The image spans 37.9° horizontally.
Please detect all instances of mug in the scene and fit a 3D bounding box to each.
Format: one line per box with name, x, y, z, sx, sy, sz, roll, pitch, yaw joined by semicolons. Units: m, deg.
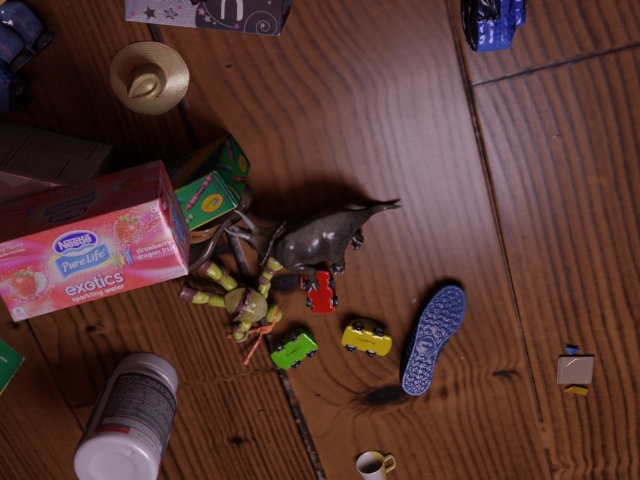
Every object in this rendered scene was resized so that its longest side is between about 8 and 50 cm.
mug;0.122;0.501;2.019;0.078;0.062;0.064;-7;126;16

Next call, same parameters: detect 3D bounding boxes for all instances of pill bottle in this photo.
pill bottle;-0.374;0.359;1.851;0.161;0.283;0.161;2;119;3

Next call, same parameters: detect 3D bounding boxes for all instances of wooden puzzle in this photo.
wooden puzzle;0.513;0.261;1.878;0.079;0.014;0.116;3;120;-2

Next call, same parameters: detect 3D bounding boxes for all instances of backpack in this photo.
backpack;0.279;-0.365;1.499;0.101;0.098;0.120;-2;118;2

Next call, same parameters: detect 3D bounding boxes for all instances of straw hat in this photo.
straw hat;-0.304;-0.273;1.619;0.145;0.061;0.144;2;120;3

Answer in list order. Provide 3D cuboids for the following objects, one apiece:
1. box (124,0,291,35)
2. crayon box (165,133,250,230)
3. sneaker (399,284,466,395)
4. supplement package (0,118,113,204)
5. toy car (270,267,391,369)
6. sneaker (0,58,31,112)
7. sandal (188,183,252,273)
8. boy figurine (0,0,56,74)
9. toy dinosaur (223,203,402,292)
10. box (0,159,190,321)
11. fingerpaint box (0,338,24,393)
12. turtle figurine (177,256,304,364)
box;-0.171;-0.416;1.469;0.248;0.163;0.142;5;118;2
crayon box;-0.269;-0.070;1.670;0.279;0.165;0.081;-26;114;17
sneaker;0.212;0.187;1.830;0.082;0.090;0.232;23;97;-7
supplement package;-0.534;-0.078;1.668;0.263;0.198;0.199;13;119;-3
toy car;-0.005;0.176;1.850;0.225;0.053;0.239;-36;110;22
sneaker;-0.551;-0.293;1.628;0.085;0.058;0.152;5;124;9
sandal;-0.214;-0.028;1.726;0.219;0.090;0.060;-42;148;21
boy figurine;-0.579;-0.403;1.531;0.285;0.092;0.177;45;73;-18
toy dinosaur;0.000;0.000;1.691;0.314;0.120;0.160;-14;151;7
box;-0.376;-0.002;1.511;0.300;0.142;0.154;-15;121;2
fingerpaint box;-0.873;0.208;1.830;0.445;0.163;0.371;43;131;-18
turtle figurine;-0.164;0.123;1.813;0.217;0.087;0.269;25;118;-9
